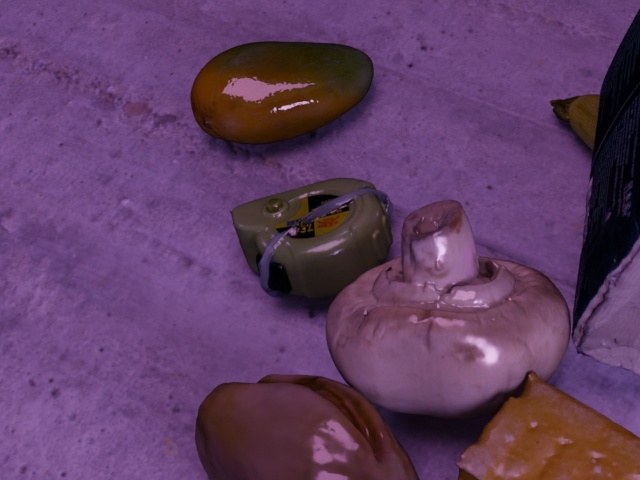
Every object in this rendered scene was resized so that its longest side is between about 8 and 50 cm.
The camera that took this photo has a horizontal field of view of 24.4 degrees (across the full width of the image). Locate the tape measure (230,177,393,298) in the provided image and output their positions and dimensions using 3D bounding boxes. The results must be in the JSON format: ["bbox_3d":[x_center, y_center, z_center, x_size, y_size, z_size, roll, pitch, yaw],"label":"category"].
[{"bbox_3d":[0.000,0.000,1.813,0.200,0.106,0.175,-15,34,-1],"label":"tape measure"}]

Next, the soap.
[{"bbox_3d":[0.256,0.307,1.462,0.281,0.143,0.259,29,65,27],"label":"soap"}]

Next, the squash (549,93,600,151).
[{"bbox_3d":[0.359,-0.141,1.857,0.090,0.075,0.200,-34,50,-10],"label":"squash"}]

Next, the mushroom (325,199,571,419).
[{"bbox_3d":[0.136,0.068,1.615,0.260,0.234,0.254,-10,21,-18],"label":"mushroom"}]

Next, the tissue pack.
[{"bbox_3d":[0.432,-0.071,1.620,0.253,0.264,0.416,15,51,-3],"label":"tissue pack"}]

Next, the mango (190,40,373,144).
[{"bbox_3d":[-0.050,-0.201,2.001,0.251,0.114,0.156,-4,38,-5],"label":"mango"}]

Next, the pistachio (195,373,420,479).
[{"bbox_3d":[-0.012,0.246,1.577,0.166,0.197,0.288,4,17,-42],"label":"pistachio"}]
